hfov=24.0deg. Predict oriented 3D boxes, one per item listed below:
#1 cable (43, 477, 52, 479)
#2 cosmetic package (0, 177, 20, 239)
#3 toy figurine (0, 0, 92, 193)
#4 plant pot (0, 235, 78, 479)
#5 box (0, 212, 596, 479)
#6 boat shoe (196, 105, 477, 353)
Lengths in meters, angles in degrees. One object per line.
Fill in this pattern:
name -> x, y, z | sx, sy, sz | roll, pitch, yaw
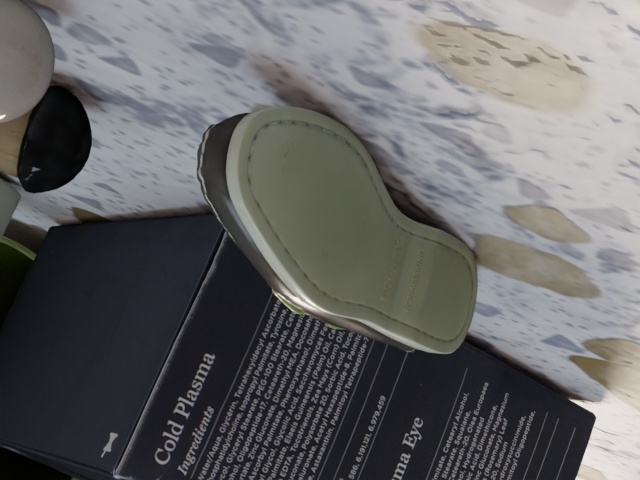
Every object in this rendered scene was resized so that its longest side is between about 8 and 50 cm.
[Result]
cable -> -0.159, 0.212, 1.131 | 0.150, 0.047, 0.184 | 21, 170, 31
cosmetic package -> -0.359, -0.053, 1.001 | 0.153, 0.129, 0.296 | 14, 164, 32
toy figurine -> -0.210, -0.020, 0.730 | 0.148, 0.210, 0.213 | 17, 167, 0
plant pot -> -0.282, 0.130, 1.374 | 0.274, 0.275, 0.293 | 20, -179, 11
box -> -0.044, 0.129, 1.078 | 0.312, 0.179, 0.343 | 29, 165, -26
boat shoe -> 0.000, 0.000, 0.730 | 0.068, 0.081, 0.228 | 9, 163, 34
